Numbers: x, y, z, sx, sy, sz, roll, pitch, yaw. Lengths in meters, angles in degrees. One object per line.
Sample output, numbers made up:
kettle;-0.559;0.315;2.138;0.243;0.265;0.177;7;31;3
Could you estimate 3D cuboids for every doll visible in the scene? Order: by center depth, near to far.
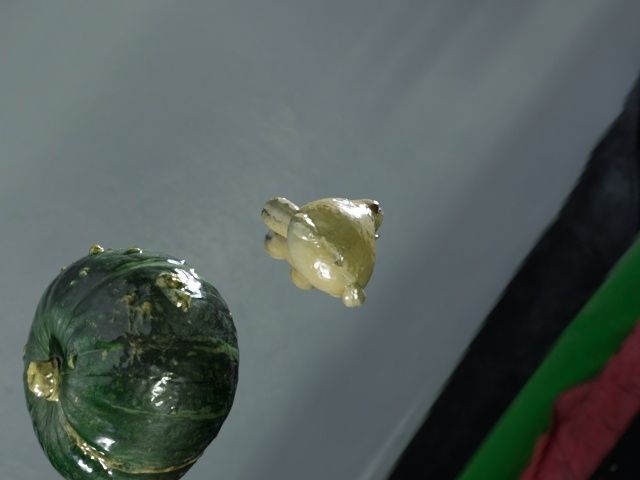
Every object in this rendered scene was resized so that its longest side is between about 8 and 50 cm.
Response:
doll;-0.006;0.006;0.560;0.051;0.061;0.093;-47;-169;-35

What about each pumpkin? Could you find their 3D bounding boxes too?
pumpkin;-0.145;0.096;0.866;0.190;0.146;0.190;-18;-119;37
